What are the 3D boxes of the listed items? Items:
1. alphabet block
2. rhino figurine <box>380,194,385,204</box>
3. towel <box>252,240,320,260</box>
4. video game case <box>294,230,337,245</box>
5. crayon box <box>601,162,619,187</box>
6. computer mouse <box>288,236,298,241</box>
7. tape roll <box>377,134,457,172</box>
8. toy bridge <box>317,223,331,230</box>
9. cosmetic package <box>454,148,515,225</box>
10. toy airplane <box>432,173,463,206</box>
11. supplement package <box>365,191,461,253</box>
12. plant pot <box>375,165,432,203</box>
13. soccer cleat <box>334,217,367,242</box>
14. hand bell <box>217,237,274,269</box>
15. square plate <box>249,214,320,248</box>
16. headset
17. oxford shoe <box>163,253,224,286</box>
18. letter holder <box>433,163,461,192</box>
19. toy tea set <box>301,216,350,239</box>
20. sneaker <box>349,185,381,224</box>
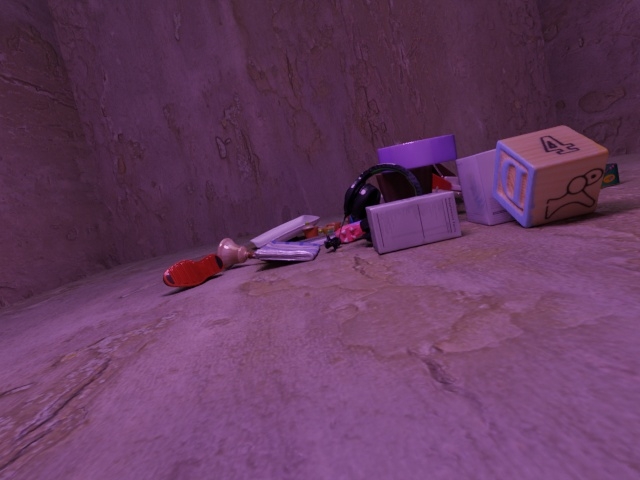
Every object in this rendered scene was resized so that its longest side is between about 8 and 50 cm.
[{"bbox_3d":[0.604,-0.174,1.196,0.197,0.192,0.193,-13,37,-3],"label":"alphabet block"},{"bbox_3d":[0.253,-0.135,2.092,0.243,0.106,0.073,-41,35,-24],"label":"rhino figurine"},{"bbox_3d":[-0.112,0.033,1.618,0.210,0.034,0.285,2,8,5],"label":"towel"},{"bbox_3d":[0.000,0.000,1.945,0.227,0.026,0.206,-15,6,-10],"label":"video game case"},{"bbox_3d":[0.949,-0.222,1.699,0.279,0.081,0.165,-13,6,0],"label":"crayon box"},{"bbox_3d":[-0.150,-0.015,2.396,0.071,0.041,0.242,-24,13,-4],"label":"computer mouse"},{"bbox_3d":[0.346,-0.311,1.604,0.275,0.090,0.275,-10,9,2],"label":"tape roll"},{"bbox_3d":[-0.002,-0.070,2.619,0.188,0.026,0.063,-15,9,-22],"label":"toy bridge"},{"bbox_3d":[0.549,-0.176,1.435,0.138,0.224,0.224,-13,5,2],"label":"cosmetic package"},{"bbox_3d":[0.486,-0.220,2.057,0.385,0.272,0.386,22,0,20],"label":"toy airplane"},{"bbox_3d":[0.273,-0.057,1.329,0.244,0.138,0.134,-12,7,1],"label":"supplement package"},{"bbox_3d":[0.335,-0.161,1.700,0.216,0.230,0.215,-11,9,2],"label":"plant pot"},{"bbox_3d":[0.173,-0.051,1.771,0.248,0.082,0.095,-19,14,-16],"label":"soccer cleat"},{"bbox_3d":[-0.264,0.057,1.720,0.242,0.126,0.126,2,12,24],"label":"hand bell"},{"bbox_3d":[-0.191,-0.041,2.350,0.348,0.049,0.344,-27,12,-12],"label":"square plate"},{"bbox_3d":[0.175,-0.092,1.541,0.394,0.243,0.185,-37,-13,16],"label":"headset"},{"bbox_3d":[-0.452,0.122,1.551,0.098,0.096,0.271,-32,-8,27],"label":"oxford shoe"},{"bbox_3d":[0.629,-0.288,2.346,0.302,0.214,0.152,21,-56,-42],"label":"letter holder"},{"bbox_3d":[0.075,-0.093,2.177,0.337,0.124,0.200,-15,6,-17],"label":"toy tea set"},{"bbox_3d":[0.211,-0.132,1.845,0.140,0.124,0.340,-3,-20,-7],"label":"sneaker"}]
